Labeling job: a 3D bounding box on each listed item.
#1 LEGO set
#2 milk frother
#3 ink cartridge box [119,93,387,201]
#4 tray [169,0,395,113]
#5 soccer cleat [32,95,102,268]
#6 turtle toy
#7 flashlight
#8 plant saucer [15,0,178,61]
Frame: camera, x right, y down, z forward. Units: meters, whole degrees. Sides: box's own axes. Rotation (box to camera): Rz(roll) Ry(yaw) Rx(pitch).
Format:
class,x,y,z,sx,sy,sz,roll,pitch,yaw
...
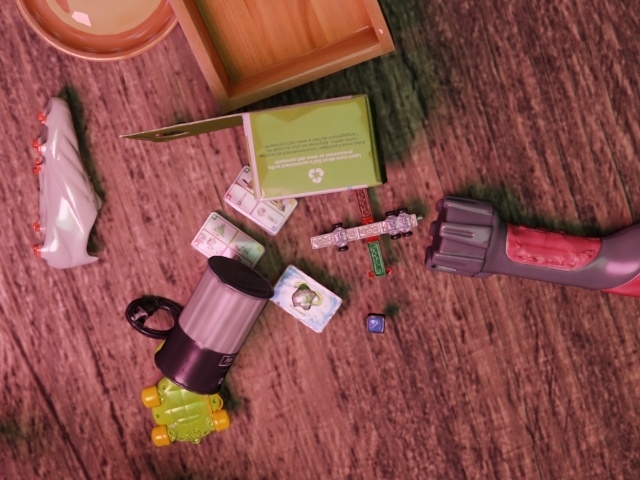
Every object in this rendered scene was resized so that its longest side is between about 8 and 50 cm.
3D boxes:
class,x,y,z,sx,sy,sz,roll,pitch,yaw
LEGO set,0.000,0.000,1.423,0.244,0.060,0.182,35,97,2
milk frother,-0.140,0.074,1.365,0.143,0.129,0.135,31,106,1
ink cartridge box,-0.063,-0.087,1.304,0.255,0.189,0.097,-9,93,6
tray,-0.089,-0.352,1.250,0.203,0.076,0.411,-19,118,9
soccer cleat,-0.285,-0.065,1.377,0.076,0.068,0.196,-1,103,-19
turtle toy,-0.160,0.177,1.427,0.095,0.066,0.130,-14,101,-3
flashlight,0.282,0.005,1.409,0.304,0.103,0.103,11,74,-5
plant saucer,-0.240,-0.298,1.343,0.200,0.037,0.200,-1,102,-3
